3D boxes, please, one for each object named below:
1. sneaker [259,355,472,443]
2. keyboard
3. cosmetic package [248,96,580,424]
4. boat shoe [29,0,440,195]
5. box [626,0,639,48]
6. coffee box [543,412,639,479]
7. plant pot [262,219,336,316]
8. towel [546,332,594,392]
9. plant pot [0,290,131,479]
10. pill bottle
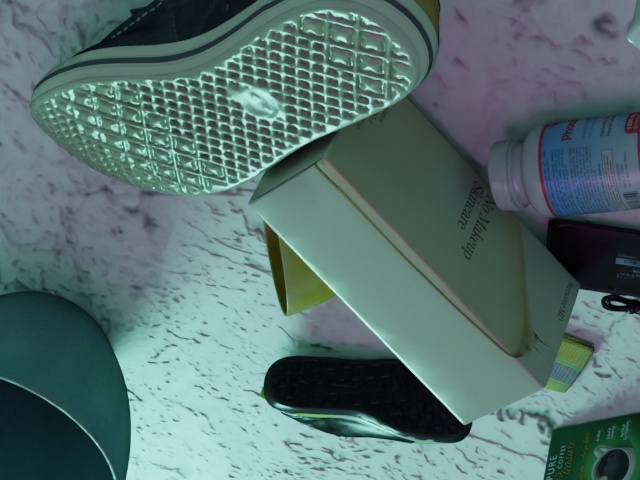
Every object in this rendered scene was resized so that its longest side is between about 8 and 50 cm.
[{"bbox_3d":[0.050,0.172,2.059,0.234,0.084,0.097,12,159,10],"label":"sneaker"},{"bbox_3d":[0.308,0.031,1.857,0.180,0.023,0.108,9,128,12],"label":"keyboard"},{"bbox_3d":[0.093,0.005,1.794,0.309,0.160,0.113,44,132,-18],"label":"cosmetic package"},{"bbox_3d":[-0.075,-0.166,1.718,0.187,0.156,0.500,41,143,-27],"label":"boat shoe"},{"bbox_3d":[0.346,-0.228,1.482,0.119,0.181,0.182,33,134,-12],"label":"box"},{"bbox_3d":[0.320,0.233,1.981,0.184,0.113,0.040,-15,128,29],"label":"coffee box"},{"bbox_3d":[0.000,0.000,1.874,0.095,0.134,0.134,-10,133,-7],"label":"plant pot"},{"bbox_3d":[0.243,0.124,1.975,0.060,0.009,0.083,21,136,-1],"label":"towel"},{"bbox_3d":[-0.326,0.170,2.085,0.290,0.195,0.290,10,134,11],"label":"plant pot"},{"bbox_3d":[0.238,-0.067,1.740,0.160,0.087,0.087,-6,130,24],"label":"pill bottle"}]
